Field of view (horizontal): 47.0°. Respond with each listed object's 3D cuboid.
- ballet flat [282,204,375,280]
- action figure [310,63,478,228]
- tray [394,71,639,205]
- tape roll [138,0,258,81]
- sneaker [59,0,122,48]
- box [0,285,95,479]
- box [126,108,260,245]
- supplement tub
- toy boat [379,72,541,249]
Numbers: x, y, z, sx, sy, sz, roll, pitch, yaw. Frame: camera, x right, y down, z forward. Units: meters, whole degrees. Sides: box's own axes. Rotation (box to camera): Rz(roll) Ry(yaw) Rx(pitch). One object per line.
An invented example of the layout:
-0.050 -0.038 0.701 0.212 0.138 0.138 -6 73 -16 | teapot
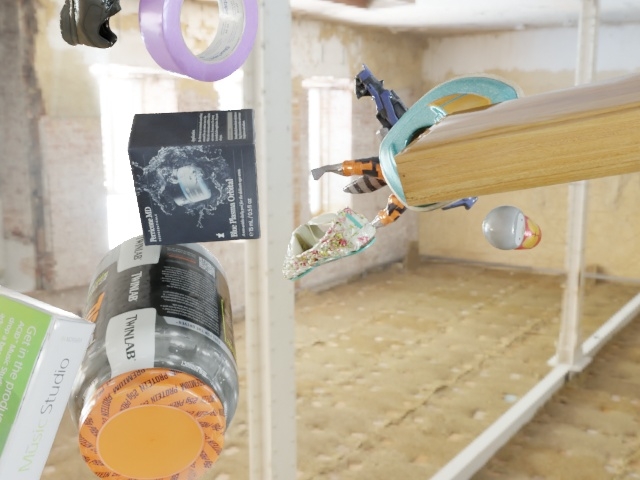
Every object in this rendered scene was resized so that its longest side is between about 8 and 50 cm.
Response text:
0.000 0.000 1.186 0.091 0.077 0.241 -45 -169 -37 | ballet flat
0.148 -0.186 1.465 0.330 0.341 0.178 -30 -172 20 | action figure
0.314 -0.135 0.865 0.411 0.076 0.203 -7 -160 31 | tray
-0.267 -0.498 1.643 0.090 0.274 0.275 21 -159 38 | tape roll
-0.493 -0.545 1.586 0.130 0.286 0.109 17 -133 9 | sneaker
-0.353 0.121 0.577 0.322 0.232 0.058 17 175 22 | box
-0.161 -0.082 0.970 0.158 0.155 0.093 -3 -141 -4 | box
-0.215 0.148 0.972 0.207 0.207 0.338 -1 -153 -10 | supplement tub
0.238 -0.116 1.168 0.267 0.318 0.148 -41 155 23 | toy boat
